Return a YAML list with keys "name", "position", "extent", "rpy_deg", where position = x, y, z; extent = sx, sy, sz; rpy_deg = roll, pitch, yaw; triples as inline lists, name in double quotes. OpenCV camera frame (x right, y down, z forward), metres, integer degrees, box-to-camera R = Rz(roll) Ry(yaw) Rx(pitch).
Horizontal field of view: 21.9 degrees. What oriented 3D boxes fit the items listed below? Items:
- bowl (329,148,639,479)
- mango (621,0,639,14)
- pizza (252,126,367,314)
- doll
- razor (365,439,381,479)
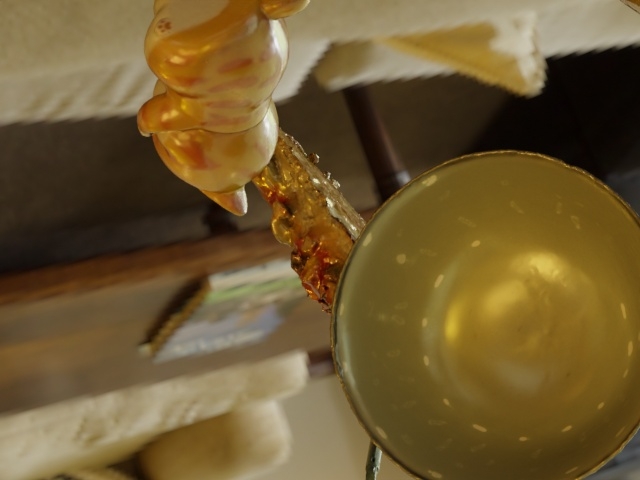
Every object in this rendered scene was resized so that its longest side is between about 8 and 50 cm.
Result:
- name: "bowl"
  position: [0.194, 0.089, 1.630]
  extent: [0.337, 0.337, 0.157]
  rpy_deg: [-25, 163, 17]
- name: "mango"
  position: [0.376, -0.294, 1.738]
  extent: [0.193, 0.316, 0.146]
  rpy_deg: [-54, 158, -58]
- name: "pizza"
  position: [0.000, 0.000, 2.270]
  extent: [0.130, 0.406, 0.440]
  rpy_deg: [-37, 179, 7]
- name: "doll"
  position: [-0.115, -0.172, 1.791]
  extent: [0.162, 0.167, 0.270]
  rpy_deg: [14, 140, -1]
- name: "razor"
  position: [0.072, 0.287, 2.199]
  extent: [0.084, 0.036, 0.211]
  rpy_deg: [1, -159, 5]
